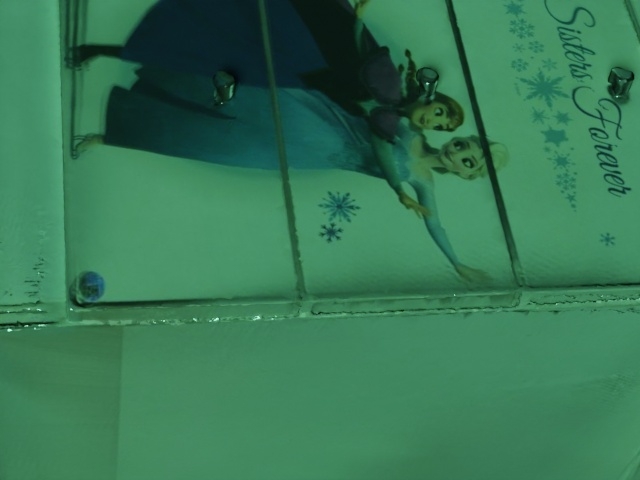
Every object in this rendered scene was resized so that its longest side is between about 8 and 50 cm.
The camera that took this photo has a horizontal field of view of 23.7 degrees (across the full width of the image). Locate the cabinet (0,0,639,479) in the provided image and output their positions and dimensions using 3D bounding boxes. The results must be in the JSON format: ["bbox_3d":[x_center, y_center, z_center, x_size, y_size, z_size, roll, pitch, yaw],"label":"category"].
[{"bbox_3d":[0.000,0.000,0.482,0.206,0.145,0.150,-2,143,-10],"label":"cabinet"}]
